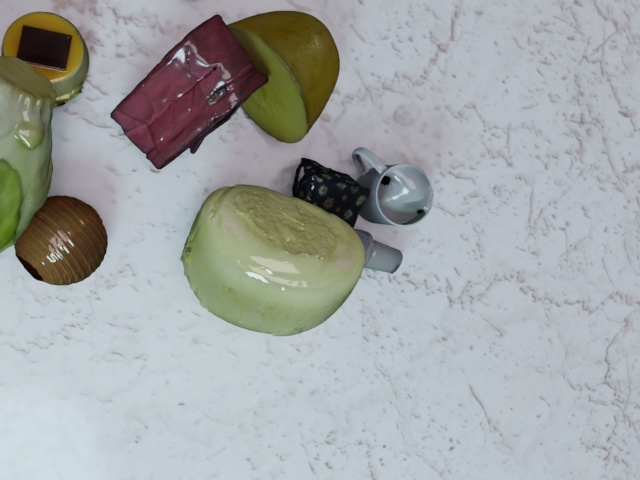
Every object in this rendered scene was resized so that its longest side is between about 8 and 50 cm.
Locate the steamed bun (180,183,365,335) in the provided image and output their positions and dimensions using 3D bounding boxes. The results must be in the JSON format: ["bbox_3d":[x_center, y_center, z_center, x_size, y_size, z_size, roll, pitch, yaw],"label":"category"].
[{"bbox_3d":[-0.074,0.053,1.187,0.273,0.232,0.166,21,46,-14],"label":"steamed bun"}]

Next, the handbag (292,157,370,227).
[{"bbox_3d":[0.003,-0.095,1.264,0.115,0.139,0.072,11,122,-27],"label":"handbag"}]

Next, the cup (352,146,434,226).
[{"bbox_3d":[0.112,-0.091,1.290,0.099,0.133,0.136,-12,96,-13],"label":"cup"}]

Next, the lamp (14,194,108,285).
[{"bbox_3d":[-0.378,0.000,1.161,0.136,0.136,0.136,-1,93,-15],"label":"lamp"}]

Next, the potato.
[{"bbox_3d":[-0.044,-0.275,1.234,0.158,0.178,0.203,-39,81,-28],"label":"potato"}]

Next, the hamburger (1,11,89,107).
[{"bbox_3d":[-0.406,-0.264,1.169,0.127,0.081,0.141,-7,83,-17],"label":"hamburger"}]

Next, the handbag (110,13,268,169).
[{"bbox_3d":[-0.191,-0.210,1.162,0.225,0.146,0.135,-32,105,32],"label":"handbag"}]

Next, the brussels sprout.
[{"bbox_3d":[-0.499,-0.112,1.052,0.243,0.274,0.316,25,88,-56],"label":"brussels sprout"}]

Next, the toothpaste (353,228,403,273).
[{"bbox_3d":[0.001,-0.002,1.282,0.282,0.068,0.099,15,122,-17],"label":"toothpaste"}]
